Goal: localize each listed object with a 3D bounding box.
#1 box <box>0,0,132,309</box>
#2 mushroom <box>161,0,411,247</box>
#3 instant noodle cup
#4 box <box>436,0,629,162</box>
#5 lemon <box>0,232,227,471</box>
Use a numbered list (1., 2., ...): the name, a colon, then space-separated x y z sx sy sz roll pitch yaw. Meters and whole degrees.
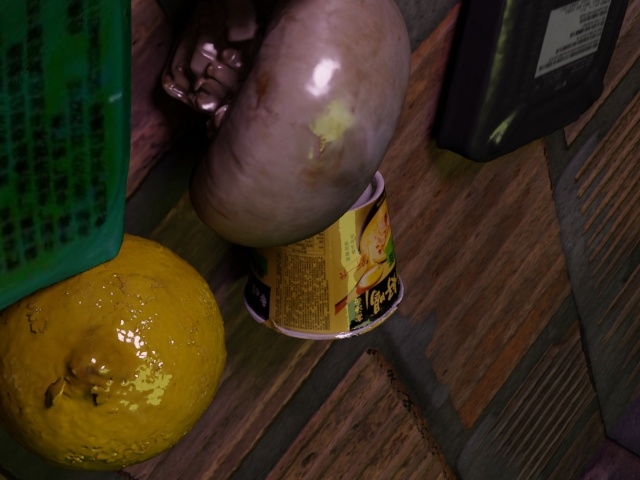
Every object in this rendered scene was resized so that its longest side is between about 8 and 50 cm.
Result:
1. box: -0.259 -0.054 0.656 0.336 0.106 0.264 -30 139 -39
2. mushroom: -0.031 -0.105 0.890 0.226 0.178 0.227 -164 -90 -81
3. instant noodle cup: 0.000 0.000 1.071 0.151 0.151 0.122 -30 128 -40
4. box: 0.248 -0.240 1.274 0.290 0.073 0.289 -26 137 -44
5. lemon: -0.155 0.080 0.855 0.173 0.173 0.206 -61 -178 4
